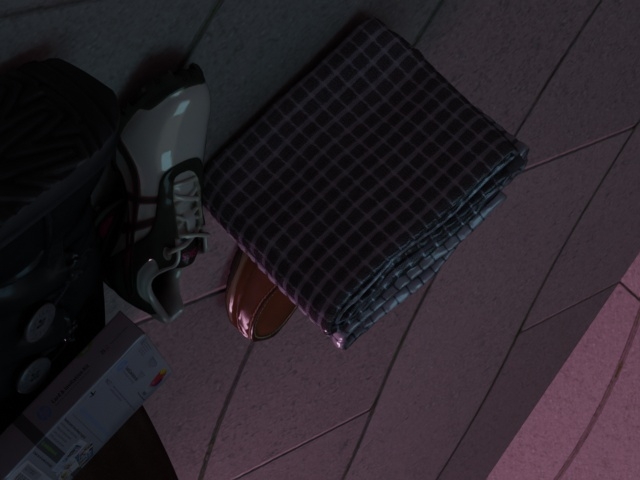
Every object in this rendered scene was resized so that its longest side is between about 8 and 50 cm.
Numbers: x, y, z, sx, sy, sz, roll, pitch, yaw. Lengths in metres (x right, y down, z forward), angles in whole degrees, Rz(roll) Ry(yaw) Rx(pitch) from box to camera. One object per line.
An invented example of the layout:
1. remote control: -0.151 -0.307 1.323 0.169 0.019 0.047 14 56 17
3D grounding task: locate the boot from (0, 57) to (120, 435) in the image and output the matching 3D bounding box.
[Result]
1. boot: -0.337 0.085 1.467 0.367 0.146 0.445 -31 158 -28

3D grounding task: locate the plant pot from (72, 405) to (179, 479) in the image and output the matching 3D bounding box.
1. plant pot: -0.242 0.250 1.774 0.215 0.230 0.215 -38 156 -20

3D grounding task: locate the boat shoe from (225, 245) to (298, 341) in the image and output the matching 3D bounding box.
1. boat shoe: 0.000 0.000 1.911 0.122 0.120 0.324 -17 145 -49

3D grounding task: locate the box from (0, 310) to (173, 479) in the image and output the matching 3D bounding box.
1. box: -0.225 0.162 1.584 0.186 0.038 0.145 -46 163 -9

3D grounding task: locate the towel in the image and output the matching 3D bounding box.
1. towel: 0.042 -0.066 1.726 0.283 0.235 0.121 -44 152 -4

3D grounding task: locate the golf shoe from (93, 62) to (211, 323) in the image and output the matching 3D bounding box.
1. golf shoe: -0.140 -0.044 1.593 0.105 0.120 0.273 -24 148 -39
